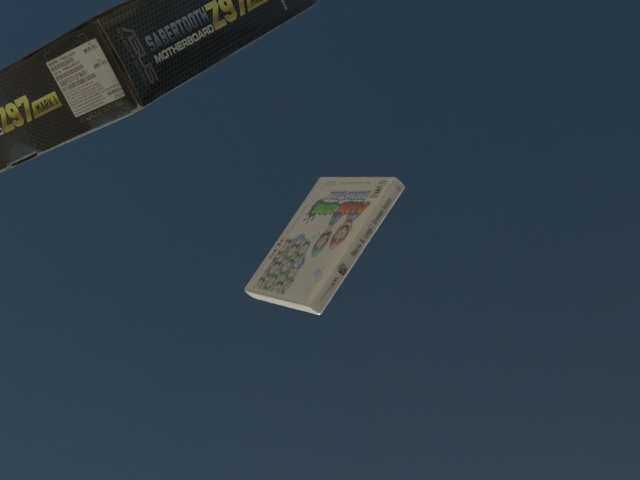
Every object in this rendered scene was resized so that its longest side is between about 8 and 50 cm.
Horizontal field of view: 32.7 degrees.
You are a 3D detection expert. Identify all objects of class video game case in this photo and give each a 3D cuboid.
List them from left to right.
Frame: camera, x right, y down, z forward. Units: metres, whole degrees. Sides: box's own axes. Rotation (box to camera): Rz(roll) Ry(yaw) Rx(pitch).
[{"bbox_3d":[0.000,0.000,1.035,0.143,0.019,0.157,-56,-157,-13],"label":"video game case"}]

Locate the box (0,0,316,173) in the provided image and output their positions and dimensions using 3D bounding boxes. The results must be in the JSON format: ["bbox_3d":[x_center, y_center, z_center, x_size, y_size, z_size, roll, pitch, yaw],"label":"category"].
[{"bbox_3d":[-0.142,-0.111,0.705,0.232,0.059,0.183,-14,-161,41],"label":"box"}]
